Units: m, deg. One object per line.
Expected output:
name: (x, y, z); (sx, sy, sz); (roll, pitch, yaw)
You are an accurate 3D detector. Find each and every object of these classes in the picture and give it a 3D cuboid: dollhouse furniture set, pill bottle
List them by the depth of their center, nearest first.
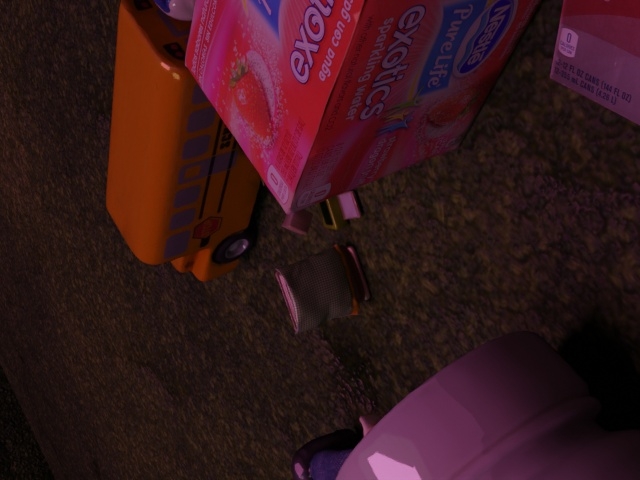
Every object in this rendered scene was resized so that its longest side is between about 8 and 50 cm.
pill bottle: (0.175, 0.239, 0.519); (0.361, 0.204, 0.204); (51, 147, 27)
dollhouse furniture set: (0.000, 0.000, 0.782); (0.058, 0.076, 0.151); (-8, 102, 61)

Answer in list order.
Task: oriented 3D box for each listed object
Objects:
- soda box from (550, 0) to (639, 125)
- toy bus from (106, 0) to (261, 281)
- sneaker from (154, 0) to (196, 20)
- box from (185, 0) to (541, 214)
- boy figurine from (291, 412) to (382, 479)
soda box: (0.219, -0.062, 0.363); (0.263, 0.083, 0.092); (41, 142, 39)
toy bus: (-0.123, -0.083, 0.875); (0.108, 0.130, 0.332); (54, 148, 24)
sneaker: (-0.079, -0.300, 0.655); (0.112, 0.131, 0.296); (29, 131, 51)
box: (0.037, -0.172, 0.525); (0.142, 0.154, 0.300); (56, 150, 22)
boy figurine: (0.077, 0.233, 0.797); (0.285, 0.092, 0.177); (-3, 106, 59)
